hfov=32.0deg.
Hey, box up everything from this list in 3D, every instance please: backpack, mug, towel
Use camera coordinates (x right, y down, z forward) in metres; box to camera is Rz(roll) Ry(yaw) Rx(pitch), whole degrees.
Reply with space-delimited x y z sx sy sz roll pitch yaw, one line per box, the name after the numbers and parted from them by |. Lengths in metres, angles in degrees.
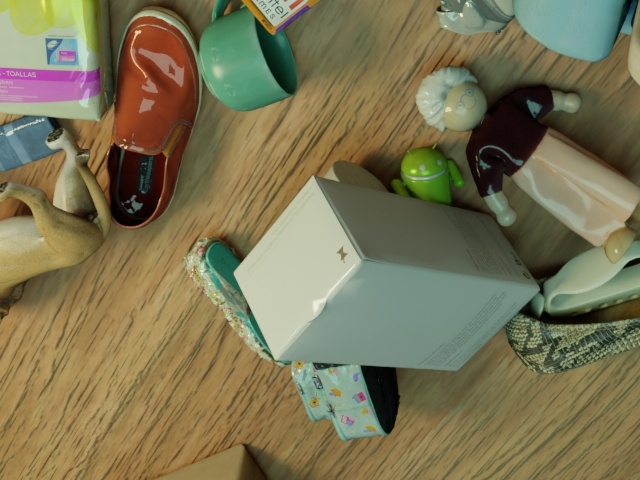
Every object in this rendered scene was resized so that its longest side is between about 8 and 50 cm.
0.043 0.206 1.679 0.145 0.166 0.188 -20 112 17 | backpack
-0.102 -0.246 1.476 0.097 0.157 0.129 -18 140 18 | mug
-0.429 -0.144 1.610 0.120 0.029 0.067 -17 116 15 | towel

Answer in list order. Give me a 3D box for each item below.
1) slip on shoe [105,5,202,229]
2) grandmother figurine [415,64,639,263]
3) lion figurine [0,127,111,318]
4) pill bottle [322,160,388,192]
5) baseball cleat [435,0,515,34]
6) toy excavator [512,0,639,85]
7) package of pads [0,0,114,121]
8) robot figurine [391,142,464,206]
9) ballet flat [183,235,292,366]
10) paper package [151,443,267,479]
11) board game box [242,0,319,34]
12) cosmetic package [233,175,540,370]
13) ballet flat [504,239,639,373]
-0.237 -0.159 1.542 0.123 0.101 0.331 14 118 0 | slip on shoe
0.280 -0.121 1.483 0.342 0.207 0.104 33 157 1 | grandmother figurine
-0.425 0.004 1.584 0.392 0.142 0.240 -15 130 24 | lion figurine
0.000 0.000 1.594 0.121 0.121 0.221 31 117 -11 | pill bottle
0.158 -0.331 1.424 0.206 0.072 0.109 32 124 -8 | baseball cleat
0.344 -0.253 1.171 0.433 0.445 0.222 19 137 16 | toy excavator
-0.400 -0.312 1.472 0.229 0.101 0.296 4 116 3 | package of pads
0.148 -0.080 1.565 0.101 0.067 0.115 -18 120 -16 | robot figurine
-0.121 0.093 1.694 0.077 0.091 0.241 -13 117 47 | ballet flat
-0.225 0.529 1.794 0.310 0.324 0.168 -24 114 17 | paper package
-0.010 -0.507 1.178 0.356 0.356 0.356 -34 111 21 | board game box
0.095 0.056 1.489 0.366 0.155 0.197 12 129 -44 | cosmetic package
0.480 0.057 1.546 0.483 0.164 0.182 -18 133 18 | ballet flat
